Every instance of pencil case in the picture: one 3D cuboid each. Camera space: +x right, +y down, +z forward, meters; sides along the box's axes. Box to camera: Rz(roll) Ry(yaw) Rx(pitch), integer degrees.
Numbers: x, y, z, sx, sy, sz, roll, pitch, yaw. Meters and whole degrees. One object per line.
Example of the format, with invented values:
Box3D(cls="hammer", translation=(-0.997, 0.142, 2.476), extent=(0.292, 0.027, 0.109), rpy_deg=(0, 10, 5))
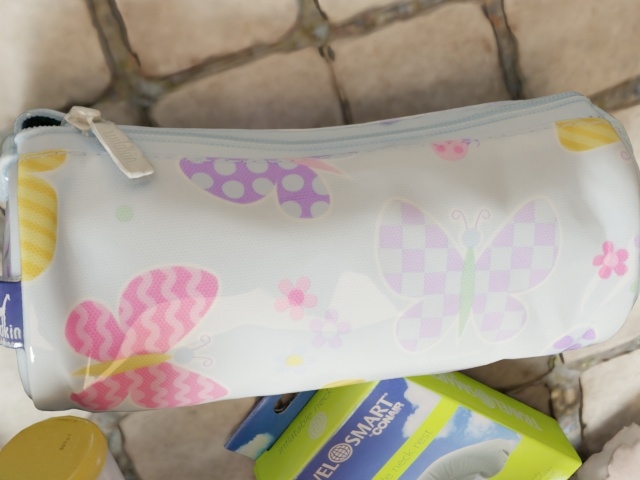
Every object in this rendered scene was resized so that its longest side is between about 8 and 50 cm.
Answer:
Box3D(cls="pencil case", translation=(0.000, 0.000, 0.438), extent=(0.273, 0.113, 0.124), rpy_deg=(-3, 101, -14))

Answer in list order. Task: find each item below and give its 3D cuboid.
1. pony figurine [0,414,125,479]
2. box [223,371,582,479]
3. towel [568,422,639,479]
Box3D(cls="pony figurine", translation=(-0.088, 0.229, 0.473), extent=(0.350, 0.303, 0.363), rpy_deg=(0, 134, 30))
Box3D(cls="box", translation=(0.049, 0.121, 0.568), extent=(0.178, 0.042, 0.109), rpy_deg=(28, 109, -29))
Box3D(cls="towel", translation=(0.191, 0.331, 0.615), extent=(0.317, 0.053, 0.332), rpy_deg=(43, 93, -1))
